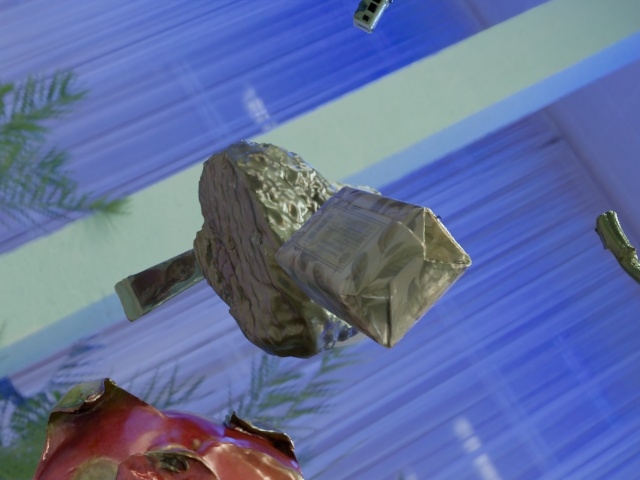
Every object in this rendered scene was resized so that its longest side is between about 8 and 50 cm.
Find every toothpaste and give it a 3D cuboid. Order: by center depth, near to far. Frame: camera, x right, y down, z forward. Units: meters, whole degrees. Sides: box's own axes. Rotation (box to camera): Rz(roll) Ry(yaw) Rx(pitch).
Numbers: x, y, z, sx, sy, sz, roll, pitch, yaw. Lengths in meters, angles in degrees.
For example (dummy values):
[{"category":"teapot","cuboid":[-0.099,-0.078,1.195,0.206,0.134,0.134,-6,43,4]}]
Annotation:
[{"category":"toothpaste","cuboid":[-0.136,0.025,1.080,0.062,0.216,0.037,56,-12,37]}]

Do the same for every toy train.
[{"category":"toy train","cuboid":[0.110,-0.407,1.354,0.047,0.207,0.043,28,0,5]}]

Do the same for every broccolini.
[{"category":"broccolini","cuboid":[0.352,0.005,0.849,0.062,0.123,0.271,33,5,-31]}]

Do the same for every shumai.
[{"category":"shumai","cuboid":[-0.002,0.000,0.910,0.256,0.218,0.189,-131,-133,-54]}]

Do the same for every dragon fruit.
[{"category":"dragon fruit","cuboid":[-0.150,0.253,0.750,0.305,0.305,0.226,47,-4,42]}]

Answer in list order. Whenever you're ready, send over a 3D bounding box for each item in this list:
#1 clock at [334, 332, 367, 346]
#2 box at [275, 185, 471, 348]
[{"category":"clock","cuboid":[0.048,0.060,1.444,0.083,0.230,0.230,51,-20,41]},{"category":"box","cuboid":[0.023,0.009,0.453,0.045,0.062,0.098,48,-8,-23]}]
